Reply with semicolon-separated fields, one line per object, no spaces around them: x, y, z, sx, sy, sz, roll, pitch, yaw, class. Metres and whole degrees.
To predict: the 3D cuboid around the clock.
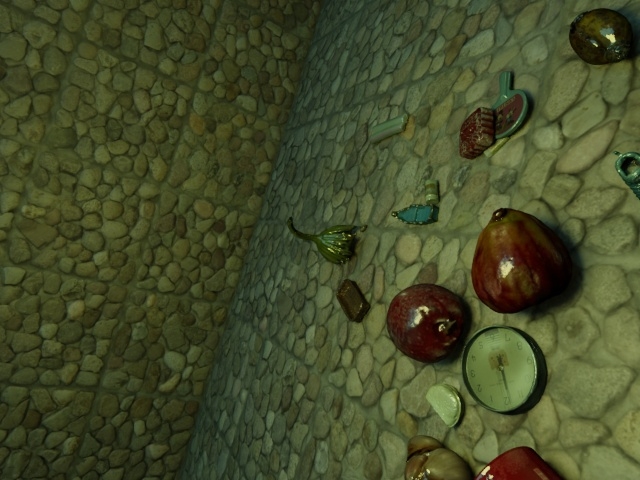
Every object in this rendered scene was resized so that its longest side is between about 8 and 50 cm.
0.465;0.331;1.057;0.226;0.049;0.225;-38;42;45;clock

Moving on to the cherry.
0.306;0.241;1.227;0.300;0.203;0.230;-175;100;-74;cherry

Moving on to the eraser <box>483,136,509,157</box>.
0.554;-0.304;1.288;0.083;0.019;0.038;-50;35;34;eraser

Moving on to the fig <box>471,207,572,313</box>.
0.491;0.055;1.011;0.224;0.224;0.262;-7;65;58;fig

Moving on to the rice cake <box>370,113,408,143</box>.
0.300;-0.493;1.802;0.222;0.042;0.080;-4;69;58;rice cake

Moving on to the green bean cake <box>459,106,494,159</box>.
0.503;-0.347;1.323;0.135;0.057;0.135;132;147;-69;green bean cake

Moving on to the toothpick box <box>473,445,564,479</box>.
0.462;0.592;0.759;0.204;0.204;0.333;-64;30;13;toothpick box

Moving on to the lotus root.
0.718;-0.517;1.039;0.120;0.120;0.209;-47;38;37;lotus root

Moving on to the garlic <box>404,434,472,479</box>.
0.312;0.615;1.057;0.160;0.191;0.213;-18;43;26;garlic

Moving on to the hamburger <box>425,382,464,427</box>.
0.363;0.458;1.159;0.084;0.054;0.121;-56;35;19;hamburger

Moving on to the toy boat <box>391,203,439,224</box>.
0.341;-0.096;1.475;0.186;0.077;0.075;1;76;59;toy boat

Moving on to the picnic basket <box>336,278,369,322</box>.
0.131;0.244;1.662;0.110;0.055;0.193;-61;31;20;picnic basket

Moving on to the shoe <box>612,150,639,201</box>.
0.703;-0.141;0.895;0.064;0.071;0.142;-42;45;43;shoe

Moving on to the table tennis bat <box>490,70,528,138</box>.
0.583;-0.429;1.277;0.153;0.040;0.244;-30;46;59;table tennis bat

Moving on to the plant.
0.000;-0.030;1.785;0.251;0.334;0.180;128;162;-53;plant

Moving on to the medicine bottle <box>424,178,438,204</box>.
0.397;-0.173;1.454;0.047;0.047;0.083;-29;49;51;medicine bottle
